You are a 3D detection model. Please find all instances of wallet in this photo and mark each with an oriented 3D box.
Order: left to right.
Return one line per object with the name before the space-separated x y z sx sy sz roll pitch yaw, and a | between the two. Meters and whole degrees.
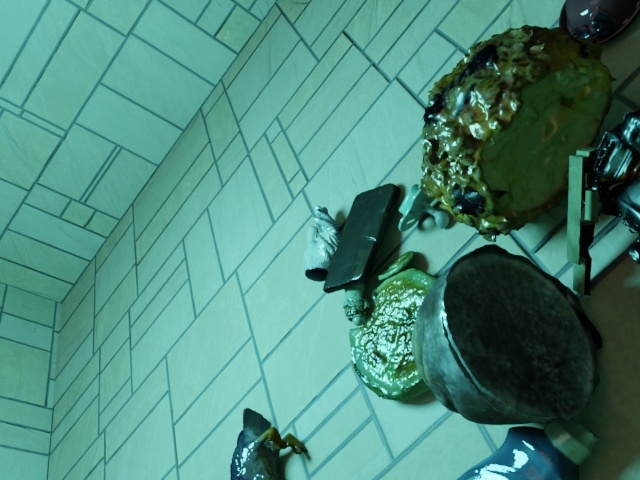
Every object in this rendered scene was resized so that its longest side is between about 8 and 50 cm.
wallet | 0.101 -0.012 1.547 0.165 0.042 0.309 -22 38 50

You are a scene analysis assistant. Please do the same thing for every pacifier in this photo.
pacifier | 0.246 -0.070 1.410 0.117 0.127 0.150 37 119 21

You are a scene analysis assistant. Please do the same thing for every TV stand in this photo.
TV stand | 0.441 -0.029 1.033 0.036 0.042 0.249 -142 46 -69

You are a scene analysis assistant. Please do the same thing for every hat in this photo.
hat | 0.571 -0.498 1.266 0.205 0.089 0.205 -32 45 38

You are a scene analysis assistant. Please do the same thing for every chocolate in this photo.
chocolate | 0.279 0.186 1.034 0.213 0.303 0.303 128 151 -52

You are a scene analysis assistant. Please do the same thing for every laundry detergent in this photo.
laundry detergent | 0.317 0.388 0.981 0.290 0.094 0.143 -50 29 13

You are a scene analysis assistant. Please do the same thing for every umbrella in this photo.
umbrella | 0.087 0.145 1.491 0.067 0.062 0.143 -14 48 10

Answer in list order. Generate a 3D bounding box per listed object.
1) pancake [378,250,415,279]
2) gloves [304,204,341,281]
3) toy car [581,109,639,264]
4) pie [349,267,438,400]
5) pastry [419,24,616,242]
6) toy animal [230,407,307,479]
pancake | 0.175 0.058 1.422 0.108 0.017 0.108 -36 2 2
gloves | 0.004 0.005 1.664 0.119 0.097 0.229 -23 54 38
toy car | 0.544 -0.070 0.974 0.193 0.118 0.301 -64 32 34
pie | 0.176 0.198 1.315 0.303 0.067 0.302 -32 42 34
pastry | 0.345 -0.220 1.196 0.405 0.293 0.337 -65 22 13
toy animal | -0.140 0.525 1.460 0.185 0.122 0.298 -57 32 8
